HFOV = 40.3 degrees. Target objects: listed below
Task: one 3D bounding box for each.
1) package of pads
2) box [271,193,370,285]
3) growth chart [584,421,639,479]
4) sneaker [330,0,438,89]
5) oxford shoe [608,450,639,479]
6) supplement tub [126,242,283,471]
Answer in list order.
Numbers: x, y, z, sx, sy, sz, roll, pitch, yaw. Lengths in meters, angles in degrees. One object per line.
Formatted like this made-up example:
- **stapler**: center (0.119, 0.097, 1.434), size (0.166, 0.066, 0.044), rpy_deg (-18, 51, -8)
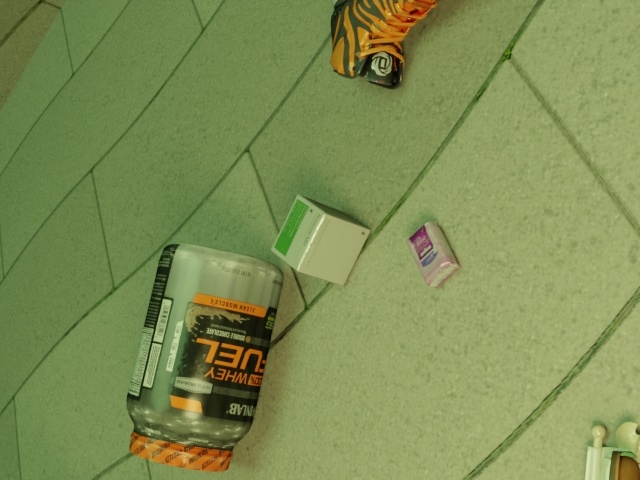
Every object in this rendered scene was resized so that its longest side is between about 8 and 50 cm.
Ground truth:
- **package of pads**: center (0.155, 0.019, 1.199), size (0.050, 0.032, 0.083), rpy_deg (-44, 46, 27)
- **box**: center (0.000, 0.000, 1.337), size (0.087, 0.102, 0.101), rpy_deg (36, 103, 48)
- **growth chart**: center (0.356, 0.279, 0.862), size (0.237, 0.021, 0.172), rpy_deg (8, 82, 51)
- **sneaker**: center (0.125, -0.329, 1.321), size (0.321, 0.125, 0.180), rpy_deg (-14, 69, 59)
- **oxford shoe**: center (0.319, 0.307, 0.840), size (0.076, 0.076, 0.212), rpy_deg (-11, 61, 17)
- **supplement tub**: center (-0.190, 0.186, 1.408), size (0.207, 0.207, 0.338), rpy_deg (3, 79, 51)
